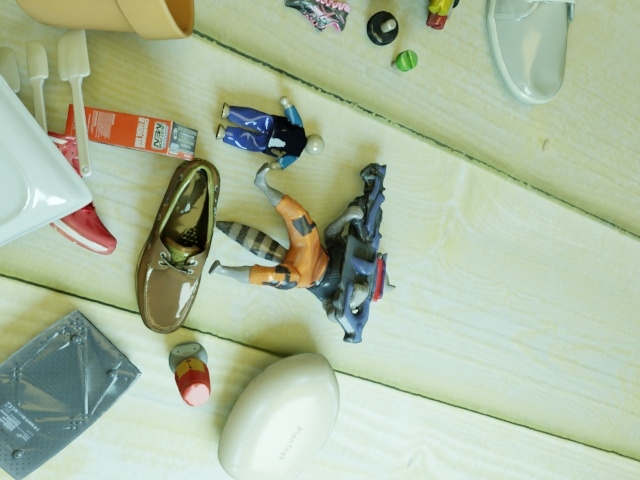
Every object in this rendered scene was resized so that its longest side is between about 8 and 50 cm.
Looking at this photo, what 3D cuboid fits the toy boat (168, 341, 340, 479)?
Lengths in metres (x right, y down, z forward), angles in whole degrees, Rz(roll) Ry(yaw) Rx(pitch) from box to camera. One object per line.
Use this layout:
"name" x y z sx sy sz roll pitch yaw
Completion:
"toy boat" -0.120 0.280 0.965 0.318 0.148 0.267 35 92 -25

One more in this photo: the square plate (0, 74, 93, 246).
"square plate" -0.527 -0.095 0.658 0.347 0.049 0.344 -29 124 -4

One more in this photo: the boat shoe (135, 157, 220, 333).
"boat shoe" -0.239 0.014 0.899 0.111 0.104 0.307 10 94 -18

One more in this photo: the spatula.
"spatula" -0.412 -0.191 0.799 0.168 0.019 0.242 -12 77 0

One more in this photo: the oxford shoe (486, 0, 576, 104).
"oxford shoe" 0.410 -0.485 1.019 0.169 0.130 0.449 -6 100 -18

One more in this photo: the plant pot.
"plant pot" -0.311 -0.414 0.748 0.204 0.291 0.290 -8 100 2

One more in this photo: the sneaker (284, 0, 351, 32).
"sneaker" -0.006 -0.393 0.951 0.119 0.047 0.057 6 108 -16

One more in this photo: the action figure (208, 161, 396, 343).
"action figure" 0.000 0.000 0.975 0.330 0.178 0.341 31 61 -25

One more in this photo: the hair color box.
"hair color box" -0.285 -0.164 0.834 0.167 0.093 0.053 10 95 10

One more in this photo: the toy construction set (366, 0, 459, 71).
"toy construction set" 0.192 -0.487 0.893 0.309 0.237 0.257 -47 107 -7

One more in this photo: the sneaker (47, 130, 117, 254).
"sneaker" -0.384 -0.086 0.854 0.221 0.087 0.128 43 86 -19

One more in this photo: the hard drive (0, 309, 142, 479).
"hard drive" -0.444 0.247 0.895 0.255 0.054 0.172 -41 107 -8

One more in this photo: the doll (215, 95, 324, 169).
"doll" -0.080 -0.188 0.951 0.189 0.046 0.129 13 94 -18
